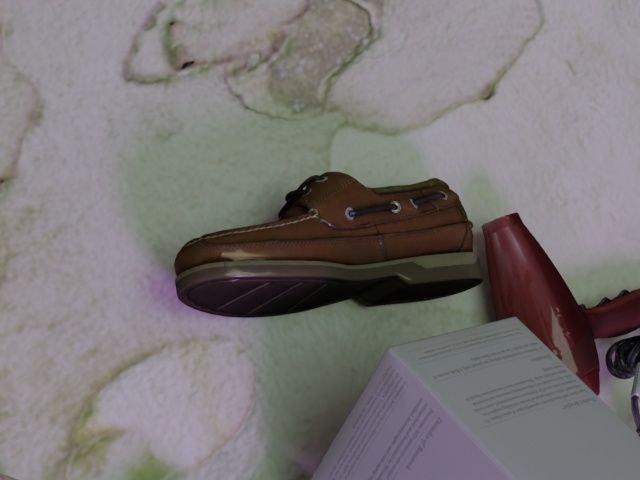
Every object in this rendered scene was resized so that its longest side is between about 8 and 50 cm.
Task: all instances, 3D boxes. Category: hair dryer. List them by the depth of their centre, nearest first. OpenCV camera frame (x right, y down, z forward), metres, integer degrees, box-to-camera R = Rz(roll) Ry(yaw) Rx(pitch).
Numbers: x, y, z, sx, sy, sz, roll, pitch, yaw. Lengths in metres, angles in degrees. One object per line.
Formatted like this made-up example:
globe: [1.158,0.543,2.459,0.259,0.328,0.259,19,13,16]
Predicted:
hair dryer: [0.249,0.083,1.696,0.293,0.080,0.223,42,44,-21]

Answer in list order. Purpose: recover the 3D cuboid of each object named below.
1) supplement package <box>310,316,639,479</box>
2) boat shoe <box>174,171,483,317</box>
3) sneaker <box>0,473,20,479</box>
supplement package: [0.162,0.228,1.431,0.178,0.175,0.293,-9,46,-47]
boat shoe: [0.000,0.000,1.543,0.307,0.111,0.104,0,73,-41]
sneaker: [-0.249,0.234,1.353,0.070,0.051,0.134,14,65,-21]
